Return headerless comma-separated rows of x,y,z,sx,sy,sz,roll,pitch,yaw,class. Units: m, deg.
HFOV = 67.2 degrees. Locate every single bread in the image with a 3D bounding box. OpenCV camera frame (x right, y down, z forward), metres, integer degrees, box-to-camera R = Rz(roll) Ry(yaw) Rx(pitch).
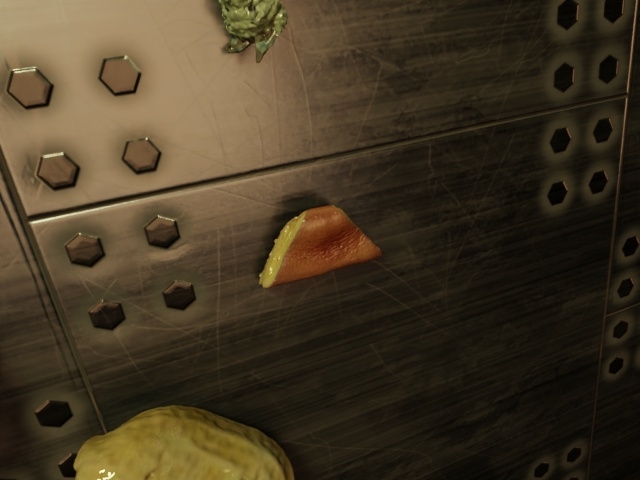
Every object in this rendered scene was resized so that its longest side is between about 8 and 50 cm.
0.000,0.000,0.714,0.193,0.067,0.119,-11,120,-16,bread

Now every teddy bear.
-0.093,-0.329,0.552,0.213,0.133,0.111,75,30,-43,teddy bear

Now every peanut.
-0.185,0.343,0.711,0.340,0.158,0.174,34,55,-24,peanut
